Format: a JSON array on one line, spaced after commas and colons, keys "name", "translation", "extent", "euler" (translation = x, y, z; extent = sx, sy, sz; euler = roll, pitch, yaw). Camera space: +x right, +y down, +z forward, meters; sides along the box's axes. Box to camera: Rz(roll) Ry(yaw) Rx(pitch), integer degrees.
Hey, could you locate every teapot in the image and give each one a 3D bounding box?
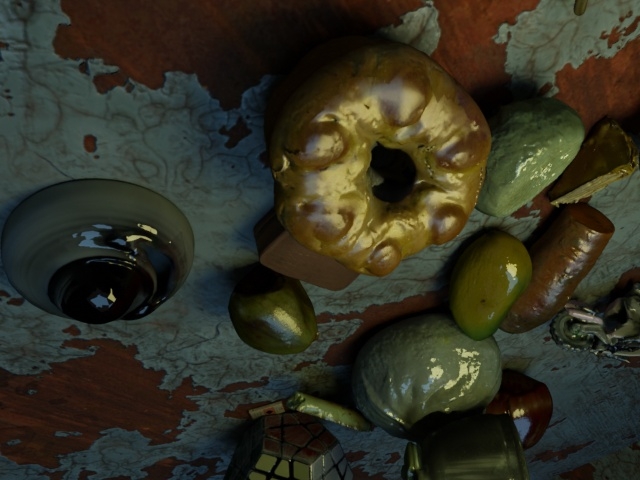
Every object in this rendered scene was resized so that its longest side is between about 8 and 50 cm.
[{"name": "teapot", "translation": [0.285, 0.462, 1.113], "extent": [0.239, 0.321, 0.239], "euler": [-3, 100, 7]}]

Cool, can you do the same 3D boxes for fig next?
[{"name": "fig", "translation": [-0.079, 0.125, 0.934], "extent": [0.144, 0.166, 0.154], "euler": [-41, 178, -25]}]

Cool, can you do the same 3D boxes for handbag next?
[{"name": "handbag", "translation": [0.000, 0.000, 0.889], "extent": [0.193, 0.072, 0.151], "euler": [23, 124, -35]}]

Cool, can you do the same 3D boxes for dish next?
[{"name": "dish", "translation": [-0.317, 0.057, 0.789], "extent": [0.273, 0.134, 0.273], "euler": [-11, 139, -10]}]

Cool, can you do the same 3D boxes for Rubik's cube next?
[{"name": "Rubik's cube", "translation": [-0.078, 0.584, 1.334], "extent": [0.264, 0.319, 0.319], "euler": [-34, 145, -25]}]

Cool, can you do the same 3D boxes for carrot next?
[{"name": "carrot", "translation": [0.453, 0.070, 1.085], "extent": [0.138, 0.139, 0.302], "euler": [4, 133, -24]}]

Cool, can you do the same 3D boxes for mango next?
[{"name": "mango", "translation": [0.320, 0.090, 1.058], "extent": [0.137, 0.091, 0.237], "euler": [27, 118, 8]}]

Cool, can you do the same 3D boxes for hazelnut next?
[{"name": "hazelnut", "translation": [0.515, 0.472, 1.482], "extent": [0.229, 0.229, 0.229], "euler": [-10, 138, -9]}]

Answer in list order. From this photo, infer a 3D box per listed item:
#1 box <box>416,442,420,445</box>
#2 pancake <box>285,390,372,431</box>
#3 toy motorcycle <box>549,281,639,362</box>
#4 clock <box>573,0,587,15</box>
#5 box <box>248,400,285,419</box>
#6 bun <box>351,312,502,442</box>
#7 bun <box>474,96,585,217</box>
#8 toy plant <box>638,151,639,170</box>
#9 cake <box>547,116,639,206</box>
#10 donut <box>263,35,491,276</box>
[{"name": "box", "translation": [0.401, 0.576, 1.631], "extent": [0.243, 0.103, 0.055], "euler": [-4, 132, -16]}, {"name": "pancake", "translation": [0.025, 0.408, 1.302], "extent": [0.197, 0.054, 0.376], "euler": [10, 162, 23]}, {"name": "toy motorcycle", "translation": [0.701, 0.188, 1.294], "extent": [0.327, 0.188, 0.143], "euler": [4, 147, -3]}, {"name": "clock", "translation": [0.357, -0.393, 0.575], "extent": [0.235, 0.096, 0.308], "euler": [9, 133, -29]}, {"name": "box", "translation": [-0.132, 0.421, 1.338], "extent": [0.083, 0.012, 0.046], "euler": [-15, 138, -4]}, {"name": "bun", "translation": [0.241, 0.325, 1.222], "extent": [0.362, 0.211, 0.362], "euler": [-8, 139, -7]}, {"name": "bun", "translation": [0.290, -0.129, 0.813], "extent": [0.195, 0.118, 0.195], "euler": [-31, 153, -18]}, {"name": "toy plant", "translation": [0.654, -0.137, 0.911], "extent": [0.316, 0.184, 0.224], "euler": [33, 90, -35]}, {"name": "cake", "translation": [0.476, -0.105, 0.920], "extent": [0.079, 0.116, 0.185], "euler": [7, 129, -20]}, {"name": "donut", "translation": [0.074, -0.106, 0.708], "extent": [0.299, 0.150, 0.317], "euler": [-15, 127, -10]}]
